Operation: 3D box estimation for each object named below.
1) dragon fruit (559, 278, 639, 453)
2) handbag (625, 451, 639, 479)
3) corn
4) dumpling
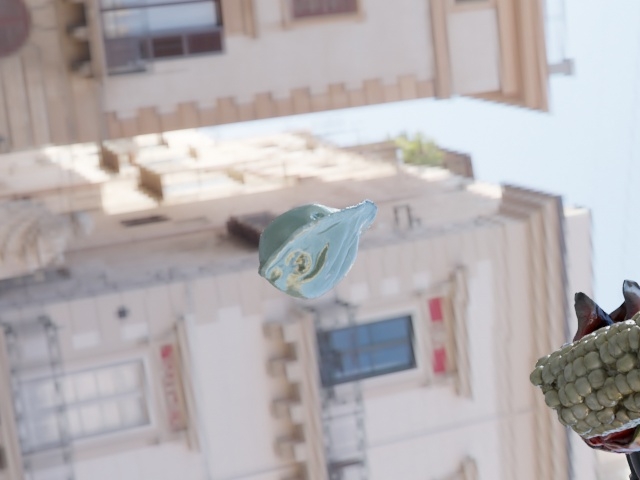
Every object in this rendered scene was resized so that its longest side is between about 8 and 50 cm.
[{"bbox_3d":[0.261,0.115,1.165,0.142,0.130,0.121,93,-19,-45],"label":"dragon fruit"},{"bbox_3d":[0.422,0.203,1.321,0.308,0.254,0.093,58,18,5],"label":"handbag"},{"bbox_3d":[0.228,0.089,0.979,0.211,0.087,0.087,-33,-113,43],"label":"corn"},{"bbox_3d":[-0.014,-0.001,1.800,0.108,0.219,0.152,25,-77,19],"label":"dumpling"}]
